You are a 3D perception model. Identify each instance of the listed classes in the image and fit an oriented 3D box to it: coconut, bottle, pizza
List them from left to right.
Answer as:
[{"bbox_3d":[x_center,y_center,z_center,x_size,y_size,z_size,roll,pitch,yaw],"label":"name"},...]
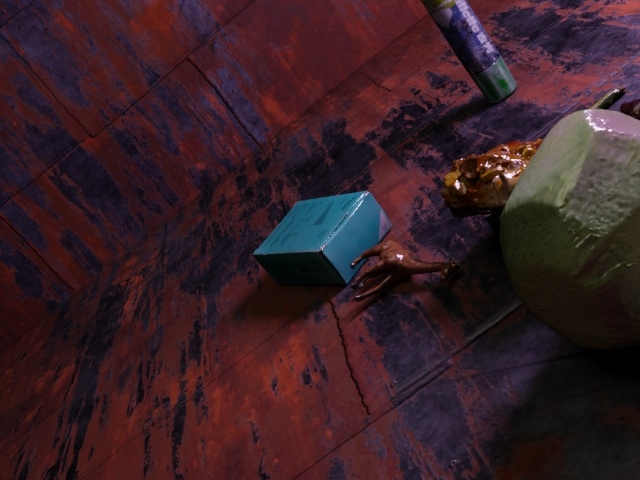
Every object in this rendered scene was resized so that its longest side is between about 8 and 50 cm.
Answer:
[{"bbox_3d":[0.377,-0.498,1.934,0.093,0.330,0.093,-33,23,16],"label":"bottle"},{"bbox_3d":[0.356,-0.120,1.381,0.277,0.114,0.408,-9,7,34],"label":"pizza"},{"bbox_3d":[0.398,-0.026,1.032,0.328,0.328,0.281,-48,8,-20],"label":"coconut"}]

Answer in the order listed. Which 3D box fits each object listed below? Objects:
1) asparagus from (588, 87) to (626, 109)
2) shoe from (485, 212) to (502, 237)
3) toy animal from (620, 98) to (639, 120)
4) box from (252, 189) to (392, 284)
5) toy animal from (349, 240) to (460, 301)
[{"bbox_3d":[0.593,-0.288,1.600,0.108,0.021,0.025,-40,21,-2],"label":"asparagus"},{"bbox_3d":[0.379,-0.008,1.298,0.098,0.103,0.275,-42,27,-6],"label":"shoe"},{"bbox_3d":[0.521,-0.137,1.216,0.218,0.180,0.116,-20,3,42],"label":"toy animal"},{"bbox_3d":[0.000,0.000,1.854,0.311,0.118,0.205,-6,42,55],"label":"box"},{"bbox_3d":[0.164,0.057,1.555,0.229,0.066,0.224,-27,24,15],"label":"toy animal"}]
